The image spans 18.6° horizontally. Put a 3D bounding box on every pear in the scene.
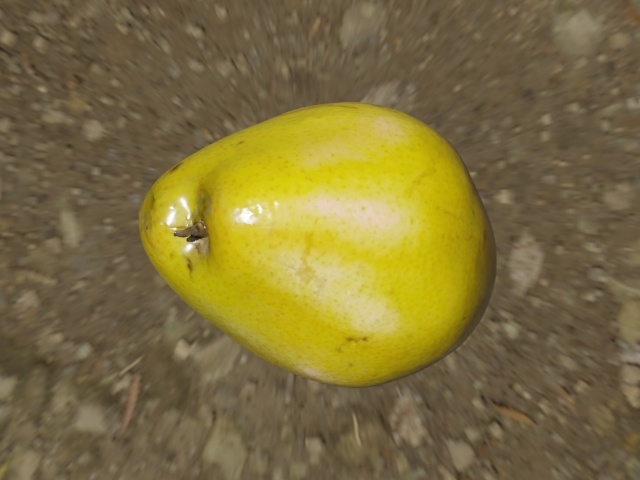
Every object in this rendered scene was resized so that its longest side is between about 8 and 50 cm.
[{"bbox_3d":[0.000,0.010,1.824,0.336,0.285,0.285,-13,91,-21],"label":"pear"}]
